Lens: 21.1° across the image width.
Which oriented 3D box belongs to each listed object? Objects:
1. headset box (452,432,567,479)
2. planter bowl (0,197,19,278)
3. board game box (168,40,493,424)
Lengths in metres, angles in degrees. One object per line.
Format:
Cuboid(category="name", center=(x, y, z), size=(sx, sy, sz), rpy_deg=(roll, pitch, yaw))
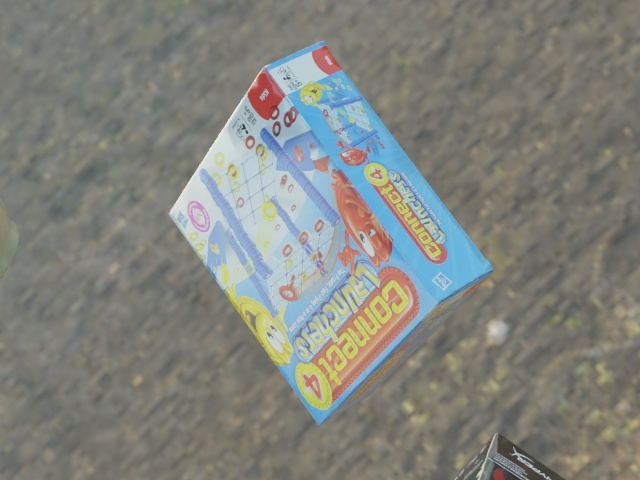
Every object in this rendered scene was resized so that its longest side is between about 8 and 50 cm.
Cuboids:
Cuboid(category="headset box", center=(0.138, 0.372, 1.775), size=(0.218, 0.110, 0.293), rpy_deg=(-54, 3, 34))
Cuboid(category="planter bowl", center=(-0.398, -0.003, 1.869), size=(0.162, 0.109, 0.162), rpy_deg=(-33, 40, 33))
Cuboid(category="board game box", center=(0.000, 0.000, 1.839), size=(0.086, 0.302, 0.308), rpy_deg=(-27, -15, -36))
